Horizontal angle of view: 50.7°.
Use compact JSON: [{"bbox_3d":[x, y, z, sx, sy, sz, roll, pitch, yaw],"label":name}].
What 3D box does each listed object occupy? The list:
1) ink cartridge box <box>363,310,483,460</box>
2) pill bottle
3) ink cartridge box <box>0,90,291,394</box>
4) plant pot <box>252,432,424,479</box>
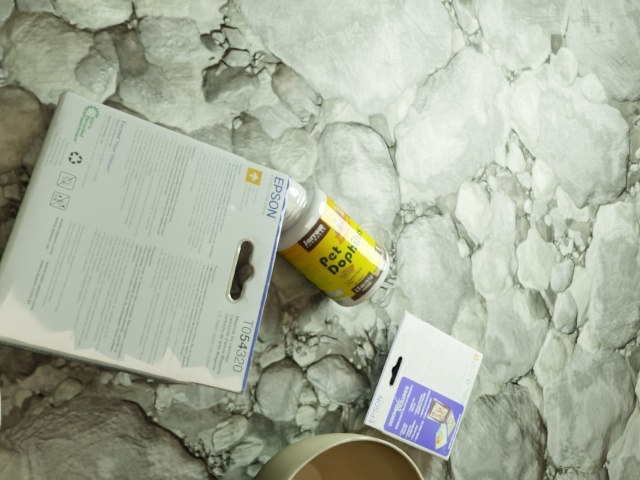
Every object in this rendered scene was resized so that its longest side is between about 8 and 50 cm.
[{"bbox_3d":[0.177,0.255,1.193,0.208,0.045,0.206,31,74,-28],"label":"ink cartridge box"},{"bbox_3d":[0.000,0.000,1.048,0.215,0.117,0.117,41,69,-24],"label":"pill bottle"},{"bbox_3d":[-0.227,0.011,0.892,0.330,0.071,0.324,20,69,-22],"label":"ink cartridge box"},{"bbox_3d":[-0.005,0.411,0.996,0.284,0.191,0.284,0,89,-30],"label":"plant pot"}]
